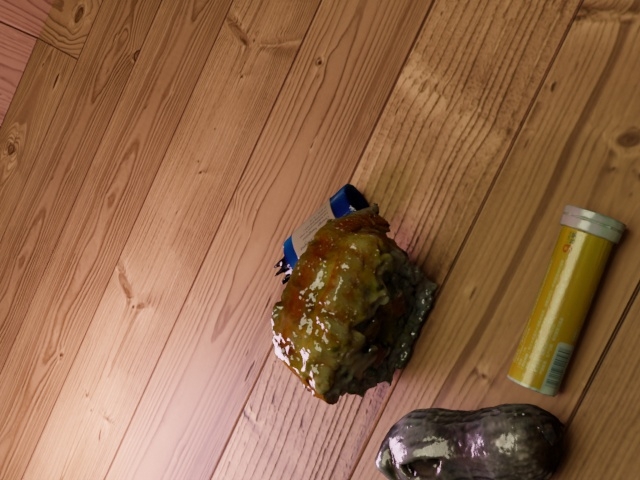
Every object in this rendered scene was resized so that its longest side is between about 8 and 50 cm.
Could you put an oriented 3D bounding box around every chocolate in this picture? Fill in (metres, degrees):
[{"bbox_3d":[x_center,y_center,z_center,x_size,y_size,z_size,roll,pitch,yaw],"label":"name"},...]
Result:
[{"bbox_3d":[0.177,0.250,1.050,0.248,0.110,0.110,-11,69,38],"label":"chocolate"}]

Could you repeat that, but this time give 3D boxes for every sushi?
[{"bbox_3d":[0.048,0.083,1.178,0.139,0.184,0.274,24,89,41],"label":"sushi"}]

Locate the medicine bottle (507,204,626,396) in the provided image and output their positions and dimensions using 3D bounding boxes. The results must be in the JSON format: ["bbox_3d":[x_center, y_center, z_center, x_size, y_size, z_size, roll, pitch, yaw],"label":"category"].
[{"bbox_3d":[0.285,0.071,1.027,0.074,0.074,0.218,23,94,46],"label":"medicine bottle"}]

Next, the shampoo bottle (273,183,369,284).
[{"bbox_3d":[0.000,0.000,1.338,0.183,0.050,0.087,-43,54,26],"label":"shampoo bottle"}]
